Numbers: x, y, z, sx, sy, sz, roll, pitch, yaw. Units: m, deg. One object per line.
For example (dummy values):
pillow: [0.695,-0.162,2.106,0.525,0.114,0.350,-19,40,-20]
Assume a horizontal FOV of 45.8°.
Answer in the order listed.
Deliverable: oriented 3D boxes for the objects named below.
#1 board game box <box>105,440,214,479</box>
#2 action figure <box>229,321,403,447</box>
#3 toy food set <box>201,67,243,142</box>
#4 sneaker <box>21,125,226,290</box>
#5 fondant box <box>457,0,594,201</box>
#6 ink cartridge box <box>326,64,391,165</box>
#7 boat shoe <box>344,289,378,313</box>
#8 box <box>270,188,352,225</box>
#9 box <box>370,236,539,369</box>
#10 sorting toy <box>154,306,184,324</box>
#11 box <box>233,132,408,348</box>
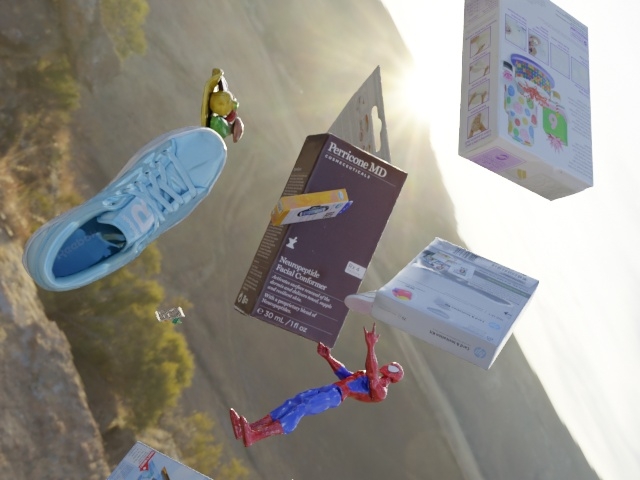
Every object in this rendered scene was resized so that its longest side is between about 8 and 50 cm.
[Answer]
board game box: [-0.309,0.549,1.335,0.318,0.318,0.065,14,-39,35]
action figure: [-0.002,0.208,1.164,0.091,0.281,0.139,-179,-102,-68]
toy food set: [-0.185,-0.248,1.481,0.218,0.071,0.128,105,-7,-76]
sneaker: [-0.276,-0.039,1.154,0.135,0.366,0.150,55,-14,-28]
fondant box: [0.352,-0.262,1.290,0.238,0.096,0.330,20,64,-31]
ink cartridge box: [0.116,-0.207,1.900,0.385,0.091,0.308,135,-45,-60]
boat shoe: [0.091,0.102,1.299,0.035,0.100,0.035,-56,136,-49]
box: [-0.013,-0.059,1.333,0.081,0.136,0.028,133,-57,-65]
box: [0.164,0.067,0.895,0.186,0.145,0.038,-34,143,-56]
sorting toy: [-0.341,0.175,1.722,0.083,0.062,0.012,-138,-137,-65]
box: [0.000,0.000,1.490,0.191,0.381,0.143,24,-5,-20]
